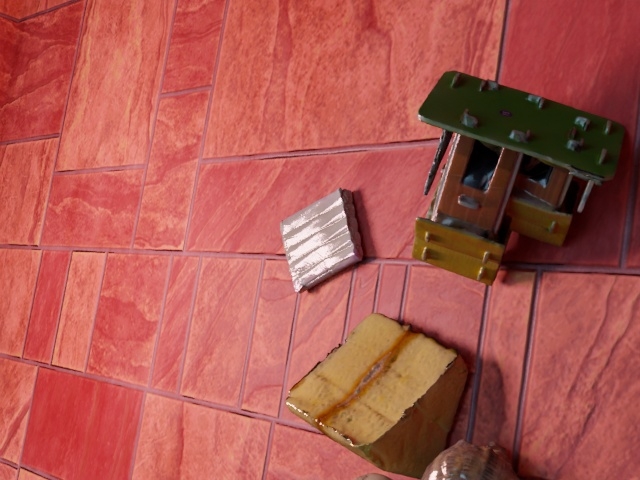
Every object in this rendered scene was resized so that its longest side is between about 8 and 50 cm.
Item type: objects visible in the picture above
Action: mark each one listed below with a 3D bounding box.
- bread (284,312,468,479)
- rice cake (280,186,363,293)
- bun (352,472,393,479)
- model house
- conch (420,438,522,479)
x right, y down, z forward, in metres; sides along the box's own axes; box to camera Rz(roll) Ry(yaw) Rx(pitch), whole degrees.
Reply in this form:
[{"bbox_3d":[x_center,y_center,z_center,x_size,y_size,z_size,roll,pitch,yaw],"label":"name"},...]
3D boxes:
[{"bbox_3d":[0.094,0.248,1.689,0.263,0.198,0.236,23,89,51],"label":"bread"},{"bbox_3d":[0.000,0.000,1.971,0.198,0.037,0.189,-36,54,36],"label":"rice cake"},{"bbox_3d":[0.110,0.477,1.642,0.173,0.119,0.173,170,90,-73],"label":"bun"},{"bbox_3d":[0.304,-0.095,1.608,0.300,0.340,0.324,20,124,11],"label":"model house"},{"bbox_3d":[0.234,0.443,1.486,0.210,0.159,0.291,25,63,14],"label":"conch"}]
